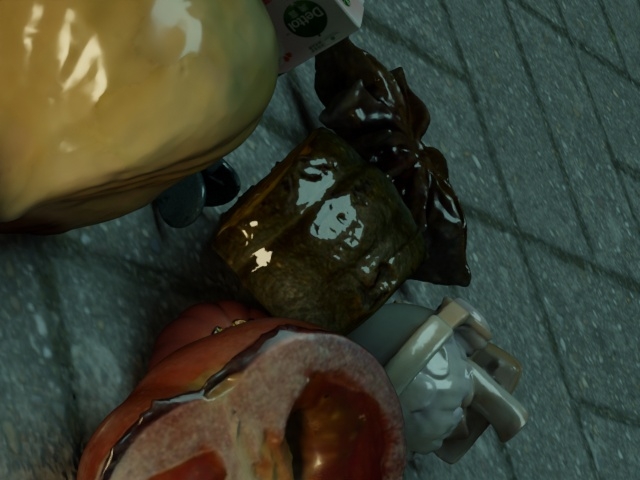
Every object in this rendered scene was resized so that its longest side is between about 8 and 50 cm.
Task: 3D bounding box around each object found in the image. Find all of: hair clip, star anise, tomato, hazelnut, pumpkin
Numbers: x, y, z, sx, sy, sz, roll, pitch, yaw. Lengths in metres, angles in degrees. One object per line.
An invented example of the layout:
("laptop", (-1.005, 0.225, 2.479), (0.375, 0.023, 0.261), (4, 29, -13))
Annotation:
("hair clip", (-0.157, -0.136, 1.283), (0.275, 0.048, 0.083), (56, 29, 0))
("star anise", (0.059, -0.073, 1.547), (0.214, 0.099, 0.220), (52, 20, -50))
("tomato", (-0.060, 0.153, 1.064), (0.228, 0.112, 0.199), (-26, 111, -27))
("hazelnut", (-0.152, -0.107, 1.038), (0.261, 0.261, 0.241), (51, 44, -20))
("pumpkin", (0.002, -0.003, 1.252), (0.131, 0.126, 0.248), (44, 1, -7))

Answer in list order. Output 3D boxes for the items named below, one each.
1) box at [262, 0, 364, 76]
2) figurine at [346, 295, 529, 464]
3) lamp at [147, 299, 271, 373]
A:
("box", (-0.037, -0.192, 1.445), (0.089, 0.125, 0.043), (45, 32, -28))
("figurine", (0.073, 0.116, 1.319), (0.141, 0.162, 0.237), (41, 7, 17))
("lamp", (-0.065, 0.092, 1.163), (0.107, 0.092, 0.107), (11, 57, -17))
